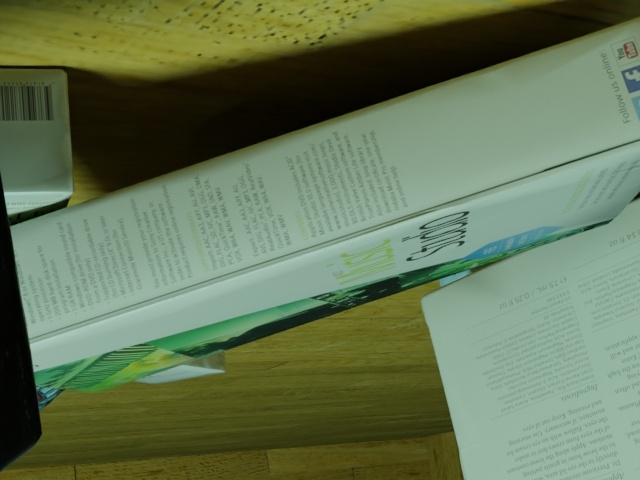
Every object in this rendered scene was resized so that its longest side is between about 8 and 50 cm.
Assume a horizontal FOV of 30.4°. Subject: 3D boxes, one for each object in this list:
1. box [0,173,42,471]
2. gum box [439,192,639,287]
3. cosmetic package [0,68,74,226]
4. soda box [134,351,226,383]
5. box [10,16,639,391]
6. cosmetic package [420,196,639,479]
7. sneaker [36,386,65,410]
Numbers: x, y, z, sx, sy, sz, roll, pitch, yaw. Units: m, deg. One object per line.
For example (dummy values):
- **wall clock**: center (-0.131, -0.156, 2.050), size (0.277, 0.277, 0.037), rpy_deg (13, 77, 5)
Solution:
- **box**: center (-0.253, 0.015, 0.246), size (0.294, 0.183, 0.296), rpy_deg (-7, -176, 6)
- **gum box**: center (0.184, -0.007, 0.819), size (0.157, 0.041, 0.184), rpy_deg (-3, 164, -16)
- **cosmetic package**: center (-0.229, -0.027, 0.487), size (0.239, 0.060, 0.099), rpy_deg (-2, 167, -20)
- **soda box**: center (-0.149, 0.058, 0.846), size (0.069, 0.074, 0.216), rpy_deg (-12, 166, 22)
- **box**: center (0.000, 0.000, 0.585), size (0.322, 0.058, 0.232), rpy_deg (-17, 170, 3)
- **cosmetic package**: center (0.258, 0.100, 0.653), size (0.377, 0.284, 0.097), rpy_deg (-27, 151, 32)
- **sneaker**: center (-0.239, 0.075, 0.886), size (0.125, 0.104, 0.262), rpy_deg (-24, 172, -5)
